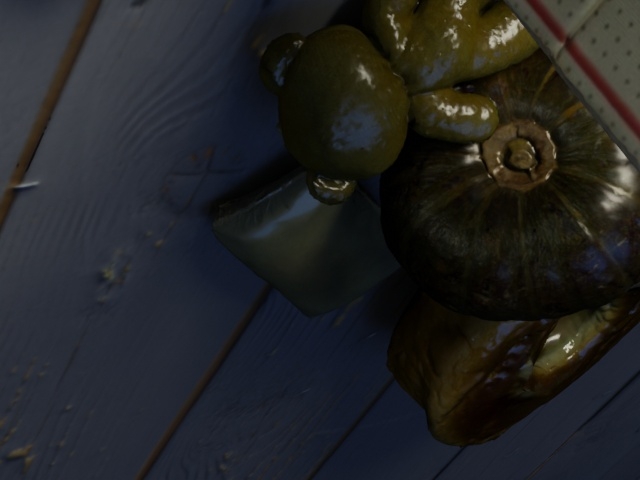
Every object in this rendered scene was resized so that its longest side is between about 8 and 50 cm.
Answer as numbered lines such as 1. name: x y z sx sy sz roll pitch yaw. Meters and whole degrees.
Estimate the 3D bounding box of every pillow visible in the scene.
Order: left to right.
1. pillow: 0.000 0.000 0.968 0.119 0.053 0.208 -37 147 7

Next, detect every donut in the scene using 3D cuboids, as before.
1. donut: 0.205 0.048 1.150 0.330 0.160 0.330 -34 156 -17

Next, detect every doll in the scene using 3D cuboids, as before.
1. doll: 0.059 -0.122 0.804 0.209 0.097 0.137 -31 111 -10

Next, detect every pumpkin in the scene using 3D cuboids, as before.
1. pumpkin: 0.148 -0.044 0.883 0.219 0.219 0.162 -38 160 13

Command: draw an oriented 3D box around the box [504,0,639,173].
1. box: 0.154 -0.195 0.519 0.095 0.330 0.210 0 139 -44
